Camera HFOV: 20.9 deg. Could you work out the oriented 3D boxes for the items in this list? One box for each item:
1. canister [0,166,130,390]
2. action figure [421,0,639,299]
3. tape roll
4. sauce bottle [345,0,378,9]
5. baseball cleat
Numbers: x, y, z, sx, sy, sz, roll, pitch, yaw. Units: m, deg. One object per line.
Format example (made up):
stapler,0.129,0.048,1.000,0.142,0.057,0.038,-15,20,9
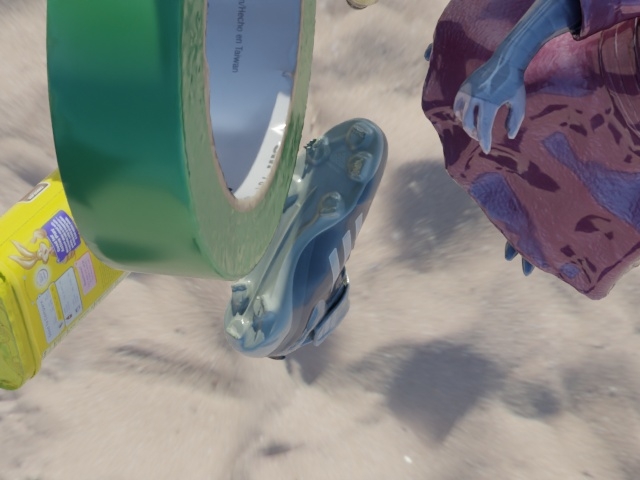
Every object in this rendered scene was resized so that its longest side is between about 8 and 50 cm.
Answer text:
canister,-0.229,0.023,1.430,0.073,0.170,0.126,14,131,28
action figure,0.221,-0.096,1.005,0.248,0.370,0.276,38,65,-14
tape roll,-0.072,-0.137,1.038,0.077,0.321,0.321,5,87,11
sauce bottle,0.042,-0.241,1.618,0.042,0.128,0.042,0,88,-4
baseball cleat,0.000,0.000,1.332,0.072,0.109,0.206,42,104,31
